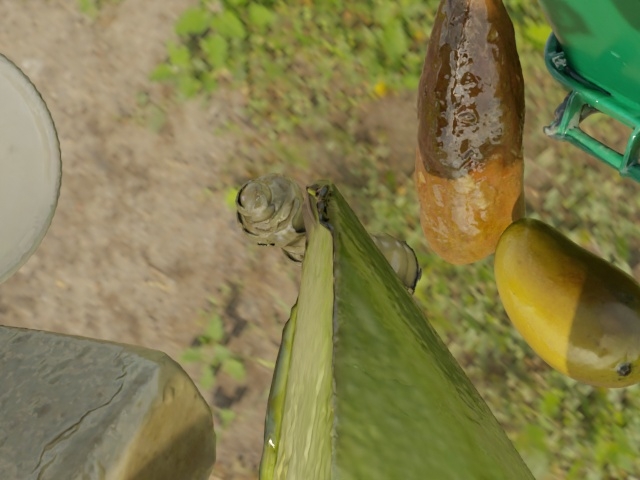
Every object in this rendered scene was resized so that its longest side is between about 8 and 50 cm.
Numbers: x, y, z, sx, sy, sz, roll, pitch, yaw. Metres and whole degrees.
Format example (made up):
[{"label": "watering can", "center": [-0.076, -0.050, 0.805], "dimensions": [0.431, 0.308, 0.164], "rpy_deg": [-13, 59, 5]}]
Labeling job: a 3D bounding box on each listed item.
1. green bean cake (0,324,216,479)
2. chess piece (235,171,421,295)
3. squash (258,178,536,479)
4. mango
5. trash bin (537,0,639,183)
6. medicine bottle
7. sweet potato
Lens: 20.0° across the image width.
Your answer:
[{"label": "green bean cake", "center": [-0.150, 0.109, 0.928], "dimensions": [0.179, 0.085, 0.109], "rpy_deg": [4, 50, 34]}, {"label": "chess piece", "center": [0.000, -0.001, 1.202], "dimensions": [0.060, 0.172, 0.060], "rpy_deg": [-12, 66, 30]}, {"label": "squash", "center": [-0.013, 0.105, 0.594], "dimensions": [0.155, 0.237, 0.204], "rpy_deg": [33, 44, 23]}, {"label": "mango", "center": [0.192, 0.046, 1.376], "dimensions": [0.103, 0.076, 0.161], "rpy_deg": [-21, 57, -34]}, {"label": "trash bin", "center": [0.267, -0.224, 1.381], "dimensions": [0.259, 0.381, 0.295], "rpy_deg": [36, 88, 36]}, {"label": "medicine bottle", "center": [-0.342, -0.061, 1.354], "dimensions": [0.384, 0.224, 0.224], "rpy_deg": [11, 74, 62]}, {"label": "sweet potato", "center": [0.121, -0.100, 1.453], "dimensions": [0.097, 0.097, 0.252], "rpy_deg": [14, 120, 29]}]
